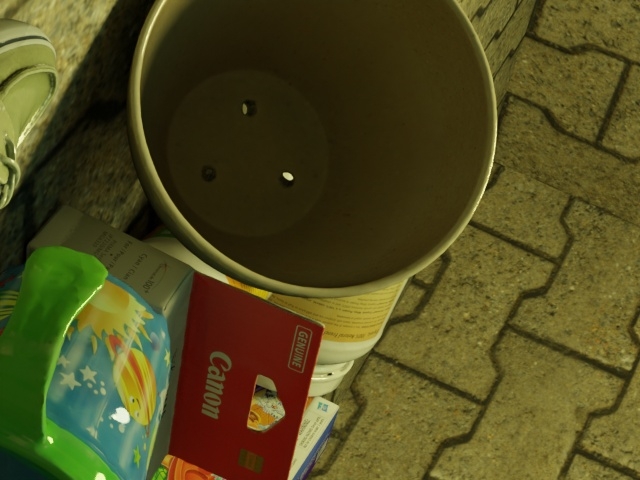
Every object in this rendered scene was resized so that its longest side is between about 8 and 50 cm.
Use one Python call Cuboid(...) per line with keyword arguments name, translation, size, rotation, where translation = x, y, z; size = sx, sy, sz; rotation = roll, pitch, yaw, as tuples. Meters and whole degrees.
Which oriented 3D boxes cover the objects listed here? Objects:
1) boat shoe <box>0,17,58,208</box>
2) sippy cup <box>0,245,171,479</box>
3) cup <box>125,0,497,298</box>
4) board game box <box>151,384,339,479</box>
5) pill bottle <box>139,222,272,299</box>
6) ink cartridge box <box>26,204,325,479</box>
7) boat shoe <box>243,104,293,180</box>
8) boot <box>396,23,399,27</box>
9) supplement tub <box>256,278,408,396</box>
Cuboid(name="boat shoe", translation=(-0.246, -0.043, 1.029), size=(0.302, 0.094, 0.109), rotation=(-54, 164, -47))
Cuboid(name="sippy cup", translation=(-0.226, 0.141, 1.259), size=(0.305, 0.240, 0.224), rotation=(-26, -151, 35))
Cuboid(name="cup", translation=(-0.036, -0.100, 1.465), size=(0.331, 0.331, 0.237), rotation=(-62, -167, -16))
Cuboid(name="board game box", translation=(-0.156, 0.262, 1.778), size=(0.347, 0.233, 0.078), rotation=(-53, 164, -50))
Cuboid(name="pill bottle", translation=(-0.136, 0.047, 1.649), size=(0.246, 0.136, 0.136), rotation=(-45, 158, -62))
Cuboid(name="ink cartridge box", translation=(-0.145, 0.131, 1.460), size=(0.066, 0.261, 0.296), rotation=(-57, 166, -40))
Cuboid(name="boat shoe", translation=(-0.065, -0.075, 1.648), size=(0.095, 0.258, 0.084), rotation=(-37, 143, 28))
Cuboid(name="boot", translation=(0.038, -0.235, 1.619), size=(0.115, 0.112, 0.305), rotation=(-60, -149, 8))
Cuboid(name="supplement tub", translation=(0.000, 0.000, 1.849), size=(0.316, 0.228, 0.228), rotation=(-64, 171, 24))
